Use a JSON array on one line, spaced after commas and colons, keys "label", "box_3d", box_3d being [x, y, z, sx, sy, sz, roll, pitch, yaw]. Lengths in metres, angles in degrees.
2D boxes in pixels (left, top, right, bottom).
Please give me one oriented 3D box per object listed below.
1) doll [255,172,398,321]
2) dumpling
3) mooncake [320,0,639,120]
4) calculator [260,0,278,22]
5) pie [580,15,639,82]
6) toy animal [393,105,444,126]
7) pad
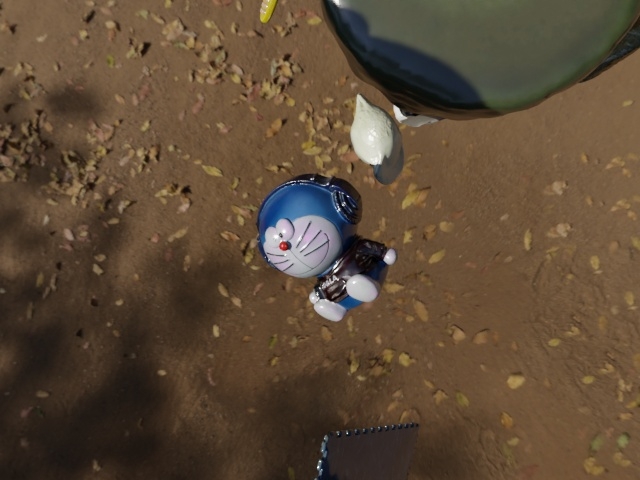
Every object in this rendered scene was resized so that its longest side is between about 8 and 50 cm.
[{"label": "doll", "box_3d": [0.000, 0.000, 1.106, 0.310, 0.240, 0.284, 42, 125, -7]}, {"label": "dumpling", "box_3d": [0.149, -0.257, 1.231, 0.126, 0.166, 0.216, -49, 64, 28]}, {"label": "mooncake", "box_3d": [0.170, -0.313, 0.552, 0.356, 0.194, 0.357, 2, 105, 6]}, {"label": "calculator", "box_3d": [-0.131, -0.760, 1.454, 0.032, 0.146, 0.235, 13, 115, -23]}, {"label": "pie", "box_3d": [0.670, -0.447, 1.148, 0.193, 0.163, 0.079, -45, 111, 2]}, {"label": "toy animal", "box_3d": [0.317, -0.425, 1.415, 0.208, 0.204, 0.156, -12, 81, 42]}, {"label": "pad", "box_3d": [0.047, 0.377, 0.654, 0.012, 0.269, 0.270, 11, 85, 38]}]
